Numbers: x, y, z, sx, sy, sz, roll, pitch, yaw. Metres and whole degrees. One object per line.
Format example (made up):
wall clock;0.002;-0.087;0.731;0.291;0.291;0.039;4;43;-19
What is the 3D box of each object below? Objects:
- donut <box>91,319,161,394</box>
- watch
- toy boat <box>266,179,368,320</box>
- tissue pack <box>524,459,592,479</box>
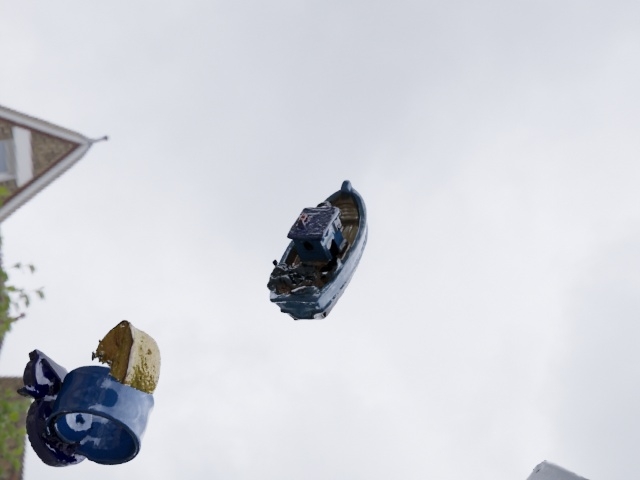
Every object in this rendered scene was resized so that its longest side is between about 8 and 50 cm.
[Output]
donut;-0.160;0.102;0.654;0.083;0.038;0.067;-34;-136;42
watch;-0.395;0.292;1.355;0.200;0.171;0.196;-15;-41;24
toy boat;0.000;0.000;0.969;0.100;0.223;0.097;0;-50;26
tissue pack;0.362;0.435;1.008;0.198;0.370;0.210;38;-99;-6
